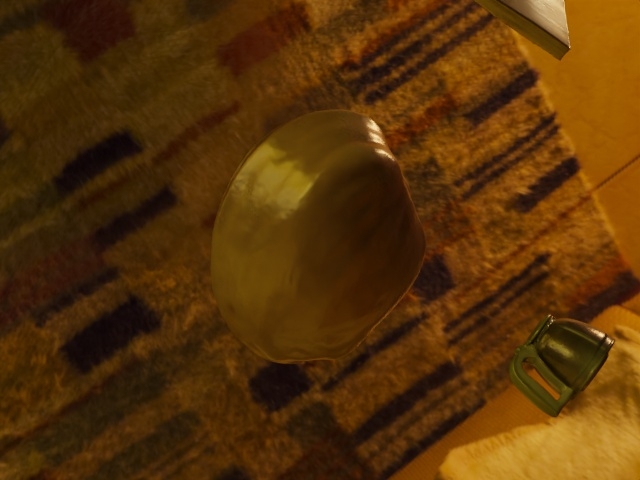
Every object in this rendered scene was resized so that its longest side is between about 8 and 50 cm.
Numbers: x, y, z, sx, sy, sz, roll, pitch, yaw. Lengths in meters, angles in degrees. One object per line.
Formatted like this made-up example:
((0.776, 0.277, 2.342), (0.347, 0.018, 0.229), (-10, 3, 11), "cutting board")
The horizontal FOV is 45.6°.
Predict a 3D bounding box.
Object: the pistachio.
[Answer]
((0.000, 0.000, 1.292), (0.365, 0.281, 0.446), (13, 106, -16), "pistachio")

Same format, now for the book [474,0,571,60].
((0.280, -0.415, 1.131), (0.214, 0.025, 0.283), (27, 50, -19), "book")

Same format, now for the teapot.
((0.283, 0.136, 0.902), (0.124, 0.090, 0.092), (-22, 142, -57), "teapot")
